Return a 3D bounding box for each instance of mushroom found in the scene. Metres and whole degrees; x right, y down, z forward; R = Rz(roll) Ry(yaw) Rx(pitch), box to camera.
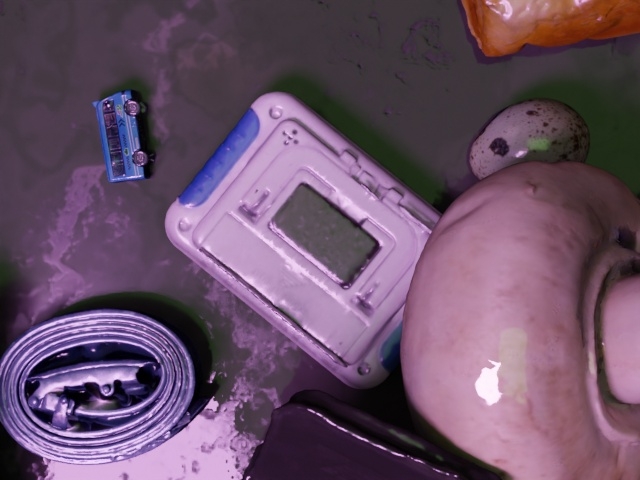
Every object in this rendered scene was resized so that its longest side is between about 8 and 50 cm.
[{"bbox_3d":[0.203,0.063,1.518,0.315,0.315,0.356,20,130,1],"label":"mushroom"}]

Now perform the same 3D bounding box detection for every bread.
[{"bbox_3d":[0.264,-0.264,1.602,0.294,0.132,0.167,-14,91,4],"label":"bread"}]

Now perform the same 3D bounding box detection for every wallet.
[{"bbox_3d":[0.017,0.256,1.554,0.197,0.377,0.051,24,51,2],"label":"wallet"}]

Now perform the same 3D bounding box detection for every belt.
[{"bbox_3d":[-0.197,0.132,1.662,0.190,0.082,0.141,-8,89,3],"label":"belt"}]

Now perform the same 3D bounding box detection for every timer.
[{"bbox_3d":[0.000,0.000,1.651,0.253,0.078,0.178,38,93,1],"label":"timer"}]

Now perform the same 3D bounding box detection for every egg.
[{"bbox_3d":[0.188,-0.084,1.637,0.110,0.085,0.085,-15,92,18],"label":"egg"}]

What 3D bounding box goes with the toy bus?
[{"bbox_3d":[-0.180,-0.095,1.673,0.046,0.038,0.083,-9,92,6],"label":"toy bus"}]
